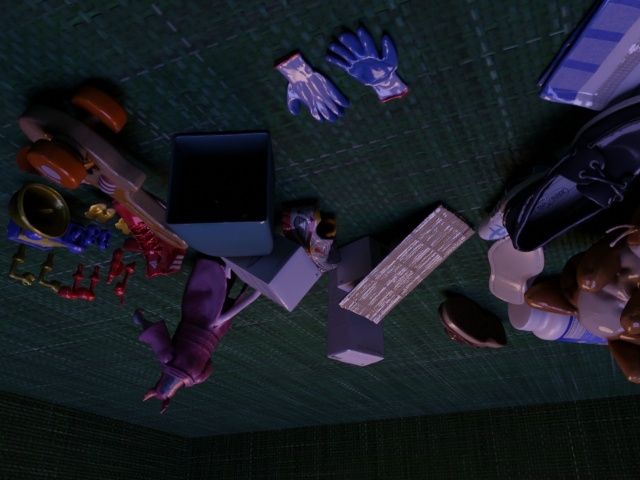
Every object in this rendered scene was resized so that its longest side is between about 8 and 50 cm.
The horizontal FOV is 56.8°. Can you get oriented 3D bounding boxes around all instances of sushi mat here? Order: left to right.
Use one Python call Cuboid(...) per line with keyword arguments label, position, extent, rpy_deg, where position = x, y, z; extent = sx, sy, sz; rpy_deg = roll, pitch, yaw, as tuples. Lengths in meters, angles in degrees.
Cuboid(label="sushi mat", position=(0.189, 0.057, 1.285), extent=(0.151, 0.019, 0.316), rpy_deg=(28, 114, -40))

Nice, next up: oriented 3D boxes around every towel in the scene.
Cuboid(label="towel", position=(0.478, -0.239, 0.820), extent=(0.285, 0.034, 0.209), rpy_deg=(13, 150, -5))

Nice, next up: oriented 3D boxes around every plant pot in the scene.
Cuboid(label="plant pot", position=(-0.160, -0.059, 1.070), extent=(0.166, 0.165, 0.234), rpy_deg=(-2, 158, 2))

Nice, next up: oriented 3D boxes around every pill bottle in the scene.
Cuboid(label="pill bottle", position=(0.638, 0.188, 1.543), extent=(0.272, 0.152, 0.152), rpy_deg=(7, 151, -12))

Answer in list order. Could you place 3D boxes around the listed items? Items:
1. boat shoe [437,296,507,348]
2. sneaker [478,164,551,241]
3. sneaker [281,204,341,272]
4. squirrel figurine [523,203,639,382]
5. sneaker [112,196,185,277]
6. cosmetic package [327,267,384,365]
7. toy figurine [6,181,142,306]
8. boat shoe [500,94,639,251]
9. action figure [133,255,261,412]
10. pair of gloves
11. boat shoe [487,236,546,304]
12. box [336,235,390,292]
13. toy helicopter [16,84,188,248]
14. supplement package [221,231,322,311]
Cuboid(label="boat shoe", position=(0.414, 0.252, 1.704), extent=(0.123, 0.123, 0.342), rpy_deg=(-22, 151, 33))
Cuboid(label="sneaker", position=(0.373, -0.073, 1.142), extent=(0.086, 0.085, 0.237), rpy_deg=(32, 148, -5))
Cuboid(label="sneaker", position=(0.000, 0.000, 1.253), extent=(0.093, 0.087, 0.225), rpy_deg=(-12, 150, 18))
Cuboid(label="squirrel figurine", position=(0.670, 0.021, 1.167), extent=(0.397, 0.281, 0.370), rpy_deg=(-21, 139, -26))
Cuboid(label="sneaker", position=(-0.341, -0.001, 1.203), extent=(0.087, 0.127, 0.221), rpy_deg=(-13, 150, 23))
Cuboid(label="cosmetic package", position=(0.084, 0.173, 1.426), extent=(0.117, 0.230, 0.086), rpy_deg=(20, 145, -35))
Cuboid(label="toy figurine", position=(-0.539, 0.004, 1.144), extent=(0.218, 0.191, 0.362), rpy_deg=(8, 171, 17))
Cuboid(label="boat shoe", position=(0.417, -0.088, 0.931), extent=(0.127, 0.113, 0.340), rpy_deg=(31, 139, -19))
Cuboid(label="action figure", position=(-0.273, 0.226, 1.369), extent=(0.276, 0.369, 0.248), rpy_deg=(-2, 145, 41))
Cuboid(label="pair of gloves", position=(0.027, -0.237, 0.877), extent=(0.198, 0.023, 0.159), rpy_deg=(-17, 148, 27))
Cuboid(label="boat shoe", position=(0.444, 0.037, 1.318), extent=(0.117, 0.096, 0.324), rpy_deg=(24, 159, 23))
Cuboid(label="box", position=(0.099, 0.061, 1.352), extent=(0.102, 0.101, 0.087), rpy_deg=(-25, 143, 35))
Cuboid(label="toy helicopter", position=(-0.357, -0.094, 1.009), extent=(0.235, 0.140, 0.355), rpy_deg=(6, 149, 41))
Cuboid(label="supplement package", position=(-0.105, 0.048, 1.217), extent=(0.179, 0.105, 0.105), rpy_deg=(25, 158, 42))
